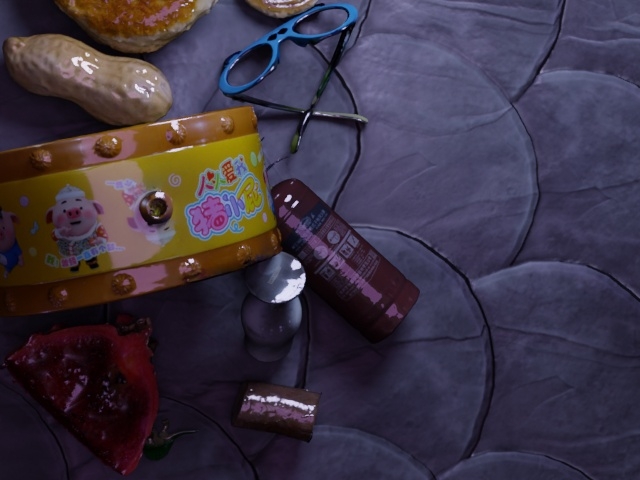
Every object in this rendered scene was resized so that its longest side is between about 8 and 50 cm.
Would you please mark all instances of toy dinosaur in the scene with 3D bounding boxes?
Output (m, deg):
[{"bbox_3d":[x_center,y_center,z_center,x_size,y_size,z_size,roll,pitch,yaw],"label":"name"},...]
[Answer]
[{"bbox_3d":[-0.247,0.312,1.883,0.120,0.029,0.060,-11,110,-12],"label":"toy dinosaur"}]

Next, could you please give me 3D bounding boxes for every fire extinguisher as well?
[{"bbox_3d":[0.000,0.000,1.852,0.337,0.114,0.135,42,75,-8],"label":"fire extinguisher"}]

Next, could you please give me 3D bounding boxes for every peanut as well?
[{"bbox_3d":[-0.346,-0.238,1.796,0.263,0.101,0.117,20,132,-6],"label":"peanut"}]

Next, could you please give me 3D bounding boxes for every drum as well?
[{"bbox_3d":[-0.268,-0.046,1.658,0.431,0.431,0.214,-12,95,-7],"label":"drum"}]

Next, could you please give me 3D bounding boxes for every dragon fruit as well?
[{"bbox_3d":[-0.332,0.197,1.822,0.211,0.134,0.262,-41,113,-15],"label":"dragon fruit"}]

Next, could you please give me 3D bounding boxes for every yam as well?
[{"bbox_3d":[-0.067,0.260,1.872,0.127,0.084,0.084,14,91,-9],"label":"yam"}]

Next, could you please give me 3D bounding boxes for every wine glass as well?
[{"bbox_3d":[-0.072,0.103,1.800,0.093,0.202,0.093,3,58,-5],"label":"wine glass"}]

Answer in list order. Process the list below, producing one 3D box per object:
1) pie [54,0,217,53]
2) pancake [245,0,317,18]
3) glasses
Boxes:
[{"bbox_3d":[-0.283,-0.436,1.793,0.315,0.092,0.315,0,82,-1],"label":"pie"},{"bbox_3d":[-0.061,-0.419,1.863,0.158,0.028,0.158,1,84,-6],"label":"pancake"},{"bbox_3d":[-0.016,-0.240,1.843,0.239,0.102,0.207,-35,96,-5],"label":"glasses"}]
